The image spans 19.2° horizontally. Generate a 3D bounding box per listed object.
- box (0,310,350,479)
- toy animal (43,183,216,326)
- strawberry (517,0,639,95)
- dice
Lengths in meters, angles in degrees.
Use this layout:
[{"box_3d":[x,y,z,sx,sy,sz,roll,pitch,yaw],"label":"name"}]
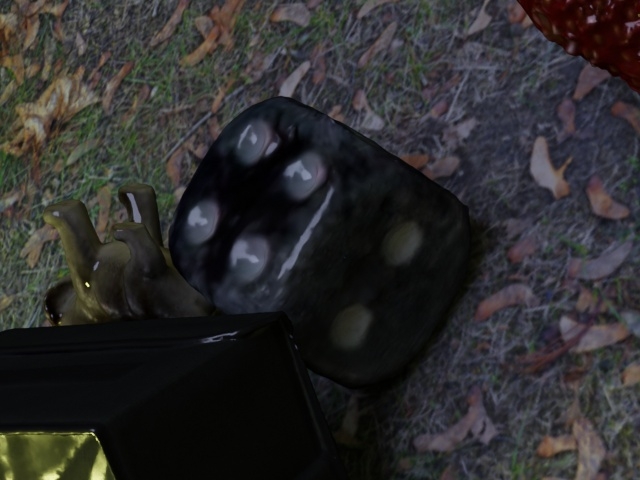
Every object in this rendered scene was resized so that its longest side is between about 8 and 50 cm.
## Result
[{"box_3d":[-0.167,0.212,1.497,0.345,0.251,0.204,-7,19,43],"label":"box"},{"box_3d":[-0.165,0.035,1.712,0.233,0.121,0.168,-4,101,54],"label":"toy animal"},{"box_3d":[0.267,-0.237,1.405,0.261,0.261,0.257,-47,36,13],"label":"strawberry"},{"box_3d":[0.000,0.000,1.556,0.183,0.181,0.182,-58,40,3],"label":"dice"}]
